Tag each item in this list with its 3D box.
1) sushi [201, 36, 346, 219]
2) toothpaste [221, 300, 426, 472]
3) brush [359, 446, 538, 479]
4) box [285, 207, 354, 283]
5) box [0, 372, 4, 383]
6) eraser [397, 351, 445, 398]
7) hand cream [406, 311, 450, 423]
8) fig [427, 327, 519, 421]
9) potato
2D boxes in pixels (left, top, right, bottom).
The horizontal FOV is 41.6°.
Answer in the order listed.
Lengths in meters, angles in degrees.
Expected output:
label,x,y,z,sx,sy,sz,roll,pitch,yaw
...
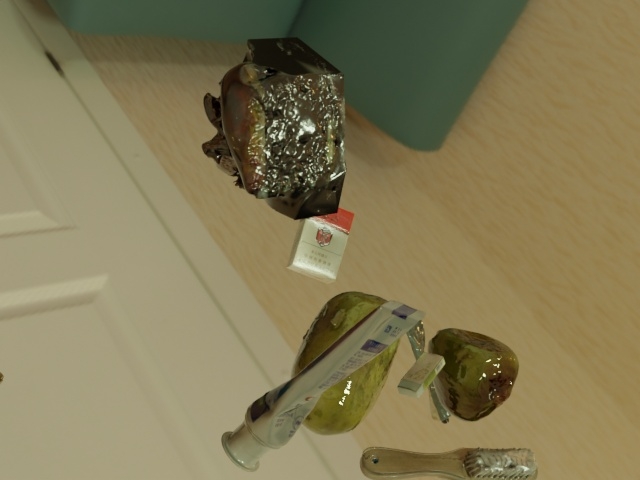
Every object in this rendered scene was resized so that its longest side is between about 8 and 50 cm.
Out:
label,x,y,z,sx,sy,sz,roll,pitch,yaw
sushi,-0.082,-0.181,1.379,0.212,0.215,0.227,-12,129,-31
toothpaste,0.000,0.155,0.931,0.266,0.061,0.096,-42,151,15
brush,0.230,0.381,1.447,0.327,0.070,0.065,5,145,-13
box,0.000,0.000,1.711,0.100,0.152,0.048,22,164,-19
box,-0.646,0.201,1.365,0.159,0.240,0.071,-49,172,21
eraser,0.154,0.206,1.288,0.083,0.038,0.019,-44,130,-37
hand cream,0.235,0.277,1.804,0.052,0.248,0.075,-14,-171,15
fig,0.259,0.221,1.462,0.154,0.166,0.144,-47,171,36
potato,0.037,0.190,1.331,0.197,0.148,0.228,34,76,-84
